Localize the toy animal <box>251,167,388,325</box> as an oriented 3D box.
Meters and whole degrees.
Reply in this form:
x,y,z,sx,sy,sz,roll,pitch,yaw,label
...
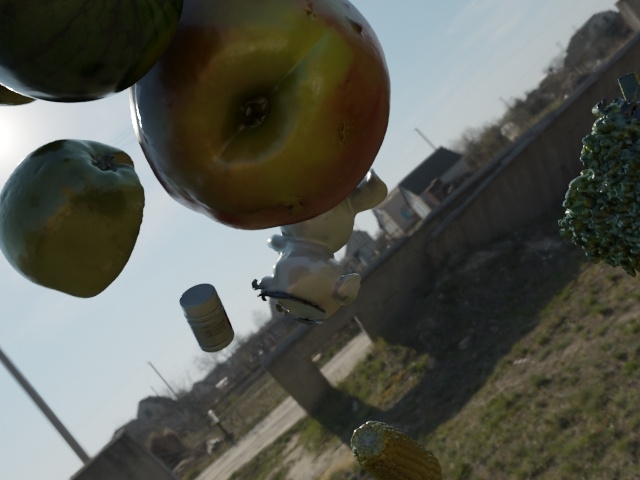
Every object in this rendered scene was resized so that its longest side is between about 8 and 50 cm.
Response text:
x,y,z,sx,sy,sz,roll,pitch,yaw,label
-0.006,-0.001,1.153,0.247,0.182,0.310,-8,58,52,toy animal

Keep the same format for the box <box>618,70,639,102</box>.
x,y,z,sx,sy,sz,roll,pitch,yaw,label
0.522,-0.166,0.916,0.030,0.193,0.121,-22,-5,30,box

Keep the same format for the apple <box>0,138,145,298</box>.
x,y,z,sx,sy,sz,roll,pitch,yaw,label
-0.468,-0.056,1.078,0.258,0.233,0.295,-62,27,21,apple

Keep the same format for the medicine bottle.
x,y,z,sx,sy,sz,roll,pitch,yaw,label
-0.169,0.116,0.866,0.058,0.091,0.058,-11,32,7,medicine bottle

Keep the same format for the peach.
x,y,z,sx,sy,sz,roll,pitch,yaw,label
-0.075,-0.188,0.782,0.370,0.370,0.370,-41,-4,-4,peach

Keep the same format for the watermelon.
x,y,z,sx,sy,sz,roll,pitch,yaw,label
-0.227,-0.193,0.533,0.232,0.127,0.204,-3,22,32,watermelon

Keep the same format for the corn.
x,y,z,sx,sy,sz,roll,pitch,yaw,label
0.126,0.360,0.943,0.091,0.260,0.091,-10,55,28,corn

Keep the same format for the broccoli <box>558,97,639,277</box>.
x,y,z,sx,sy,sz,roll,pitch,yaw,label
0.388,-0.035,0.666,0.180,0.242,0.273,-54,-28,15,broccoli

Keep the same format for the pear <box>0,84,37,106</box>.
x,y,z,sx,sy,sz,roll,pitch,yaw,label
-0.692,-0.419,1.235,0.283,0.283,0.283,-41,-4,-4,pear
